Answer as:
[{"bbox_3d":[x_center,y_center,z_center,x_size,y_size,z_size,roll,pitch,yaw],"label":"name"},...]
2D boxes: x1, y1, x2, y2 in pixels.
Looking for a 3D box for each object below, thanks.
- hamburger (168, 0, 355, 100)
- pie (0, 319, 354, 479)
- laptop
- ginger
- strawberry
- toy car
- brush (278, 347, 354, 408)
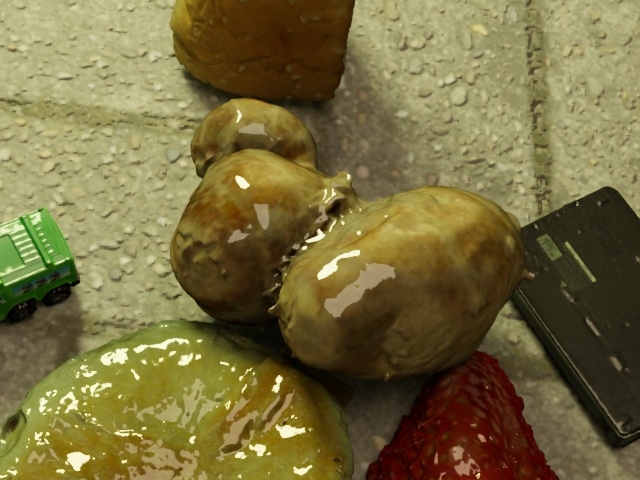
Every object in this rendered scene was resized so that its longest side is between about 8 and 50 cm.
[{"bbox_3d":[-0.037,-0.217,1.544,0.155,0.208,0.135,-4,60,-19],"label":"hamburger"},{"bbox_3d":[-0.111,0.189,1.373,0.306,0.071,0.306,-1,58,2],"label":"pie"},{"bbox_3d":[0.252,0.058,1.562,0.154,0.026,0.207,-25,70,-22],"label":"laptop"},{"bbox_3d":[0.000,0.000,1.451,0.304,0.155,0.244,30,43,19],"label":"ginger"},{"bbox_3d":[0.117,0.186,1.421,0.175,0.107,0.236,-13,66,-18],"label":"strawberry"},{"bbox_3d":[-0.272,0.032,1.446,0.165,0.062,0.071,-23,70,-22],"label":"toy car"},{"bbox_3d":[-0.088,0.223,1.408,0.085,0.020,0.336,31,62,7],"label":"brush"}]
